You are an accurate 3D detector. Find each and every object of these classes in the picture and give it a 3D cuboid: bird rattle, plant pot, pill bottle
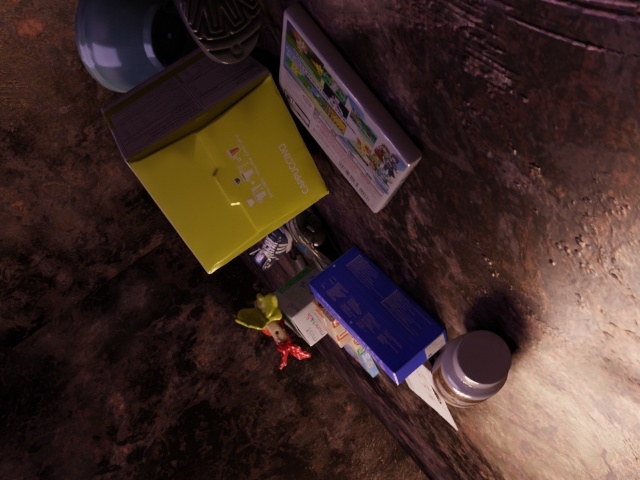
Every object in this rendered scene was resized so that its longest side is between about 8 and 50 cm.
[{"bbox_3d":[-0.136,0.267,1.957,0.253,0.143,0.207,48,-179,-18],"label":"bird rattle"},{"bbox_3d":[-0.428,-0.510,1.568,0.196,0.293,0.293,13,147,29],"label":"plant pot"},{"bbox_3d":[0.302,0.256,1.258,0.131,0.131,0.229,49,167,18],"label":"pill bottle"}]

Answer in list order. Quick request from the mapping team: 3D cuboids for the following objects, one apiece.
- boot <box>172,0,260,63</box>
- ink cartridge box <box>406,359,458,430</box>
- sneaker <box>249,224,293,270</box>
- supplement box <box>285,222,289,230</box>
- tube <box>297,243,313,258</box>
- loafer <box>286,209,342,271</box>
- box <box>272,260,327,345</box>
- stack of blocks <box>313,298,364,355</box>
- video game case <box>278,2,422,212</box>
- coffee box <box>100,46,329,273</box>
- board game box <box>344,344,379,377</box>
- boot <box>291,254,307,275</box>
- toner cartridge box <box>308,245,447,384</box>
[{"bbox_3d":[-0.302,-0.536,1.245,0.445,0.146,0.367,28,144,57],"label":"boot"},{"bbox_3d":[0.297,0.379,1.792,0.239,0.060,0.275,34,157,54],"label":"ink cartridge box"},{"bbox_3d":[-0.189,0.017,2.352,0.099,0.153,0.282,49,167,16],"label":"sneaker"},{"bbox_3d":[-0.072,-0.057,1.944,0.083,0.056,0.083,39,161,49],"label":"supplement box"},{"bbox_3d":[-0.060,0.003,2.103,0.080,0.052,0.207,65,169,-26],"label":"tube"},{"bbox_3d":[0.000,0.000,1.814,0.084,0.096,0.267,11,148,42],"label":"loafer"},{"bbox_3d":[-0.017,0.193,2.032,0.127,0.231,0.262,57,168,-20],"label":"box"},{"bbox_3d":[0.096,0.225,1.842,0.087,0.171,0.297,45,166,32],"label":"stack of blocks"},{"bbox_3d":[0.037,-0.221,1.143,0.329,0.036,0.300,52,168,6],"label":"video game case"},{"bbox_3d":[-0.239,-0.203,1.428,0.334,0.338,0.338,48,169,51],"label":"coffee box"},{"bbox_3d":[0.146,0.451,2.597,0.211,0.039,0.160,38,161,48],"label":"board game box"},{"bbox_3d":[-0.081,0.115,2.454,0.137,0.077,0.198,60,154,-9],"label":"boot"},{"bbox_3d":[0.137,0.178,1.576,0.348,0.165,0.075,45,165,36],"label":"toner cartridge box"}]
